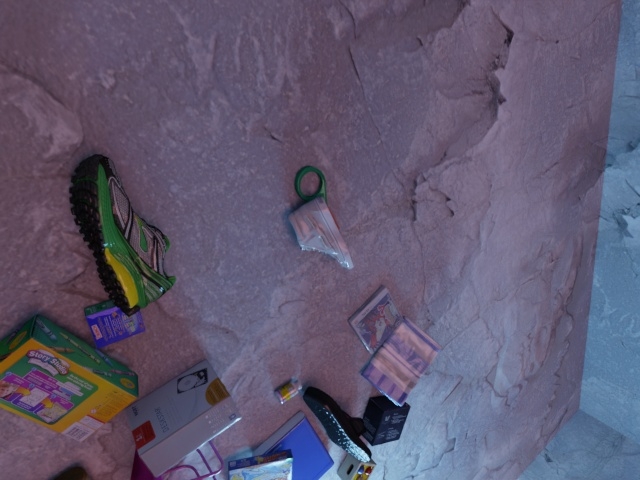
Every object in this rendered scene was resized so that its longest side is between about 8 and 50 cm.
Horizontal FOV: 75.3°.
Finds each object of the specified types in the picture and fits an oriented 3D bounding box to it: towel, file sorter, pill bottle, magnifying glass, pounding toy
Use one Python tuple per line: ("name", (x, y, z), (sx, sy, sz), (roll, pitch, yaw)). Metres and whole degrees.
("towel", (0.312, 0.456, 1.571), (0.209, 0.034, 0.285), (42, 78, -8))
("file sorter", (-0.390, 0.685, 1.105), (0.182, 0.202, 0.291), (4, 105, -38))
("pill bottle", (-0.102, 0.484, 1.336), (0.083, 0.043, 0.043), (-26, 121, -26))
("magnifying glass", (-0.001, -0.112, 1.197), (0.092, 0.026, 0.231), (-41, 124, -16))
("pounding toy", (0.152, 0.935, 1.655), (0.130, 0.100, 0.141), (33, 87, -39))

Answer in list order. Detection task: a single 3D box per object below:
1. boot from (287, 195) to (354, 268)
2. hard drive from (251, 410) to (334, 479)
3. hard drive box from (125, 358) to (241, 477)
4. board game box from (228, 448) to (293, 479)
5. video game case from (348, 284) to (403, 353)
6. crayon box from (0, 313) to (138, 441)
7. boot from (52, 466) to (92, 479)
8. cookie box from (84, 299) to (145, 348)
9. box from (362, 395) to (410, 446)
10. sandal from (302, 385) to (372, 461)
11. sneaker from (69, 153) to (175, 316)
("boot", (0.000, 0.000, 1.199), (0.123, 0.095, 0.258), (-26, 120, 3))
("hard drive", (-0.085, 0.768, 1.459), (0.210, 0.040, 0.319), (-36, 125, -20))
("hard drive box", (-0.348, 0.440, 1.054), (0.232, 0.181, 0.089), (-30, 122, -24))
("board game box", (-0.192, 0.745, 1.330), (0.201, 0.035, 0.136), (-4, 118, -17))
("video game case", (0.205, 0.288, 1.496), (0.183, 0.023, 0.201), (-43, 127, -15))
("crayon box", (-0.558, 0.303, 0.892), (0.165, 0.081, 0.278), (-38, 126, -2))
("boot", (-0.649, 0.696, 0.994), (0.262, 0.095, 0.203), (-33, 125, -27))
("cookie box", (-0.472, 0.183, 0.956), (0.107, 0.040, 0.092), (-19, 119, -29))
("box", (0.255, 0.709, 1.647), (0.156, 0.093, 0.158), (9, 103, -37))
("sandal", (0.088, 0.643, 1.468), (0.107, 0.167, 0.446), (-50, 131, -32))
("sneaker", (-0.416, -0.017, 0.885), (0.146, 0.134, 0.344), (-33, 127, -41))
